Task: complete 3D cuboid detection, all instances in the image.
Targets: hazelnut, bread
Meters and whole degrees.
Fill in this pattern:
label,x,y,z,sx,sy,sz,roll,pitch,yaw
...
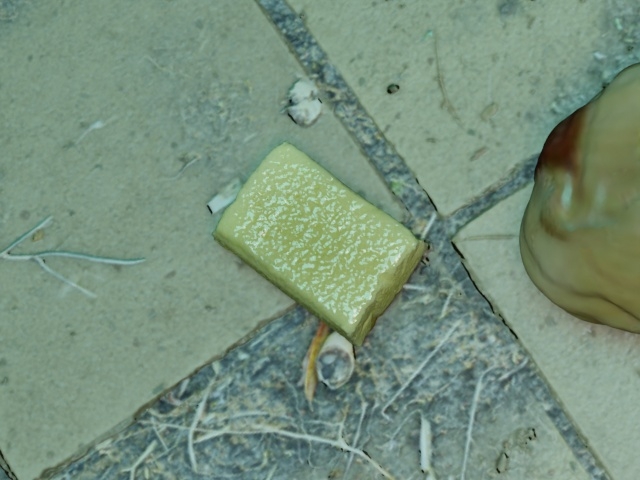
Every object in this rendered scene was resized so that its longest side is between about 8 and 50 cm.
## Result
label,x,y,z,sx,sy,sz,roll,pitch,yaw
hazelnut,0.319,-0.033,1.803,0.261,0.241,0.261,0,90,37
bread,-0.001,-0.001,1.922,0.188,0.068,0.125,36,85,18
